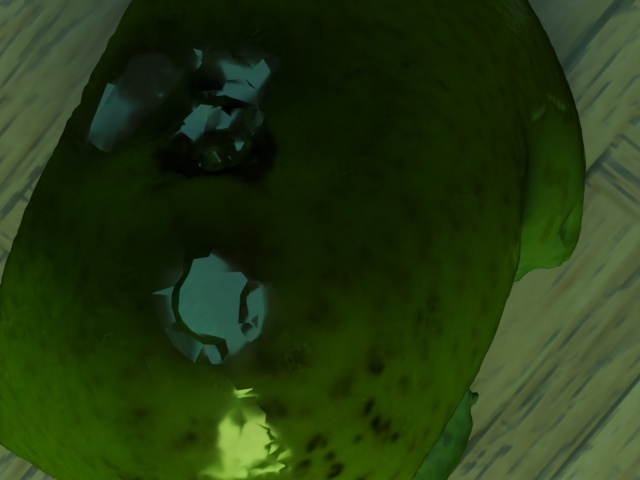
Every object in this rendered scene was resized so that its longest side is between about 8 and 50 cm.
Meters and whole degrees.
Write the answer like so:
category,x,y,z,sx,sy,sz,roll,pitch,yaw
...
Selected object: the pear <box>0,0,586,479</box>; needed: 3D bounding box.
category,x,y,z,sx,sy,sz,roll,pitch,yaw
pear,0.000,0.000,0.674,0.176,0.282,0.286,24,95,9
